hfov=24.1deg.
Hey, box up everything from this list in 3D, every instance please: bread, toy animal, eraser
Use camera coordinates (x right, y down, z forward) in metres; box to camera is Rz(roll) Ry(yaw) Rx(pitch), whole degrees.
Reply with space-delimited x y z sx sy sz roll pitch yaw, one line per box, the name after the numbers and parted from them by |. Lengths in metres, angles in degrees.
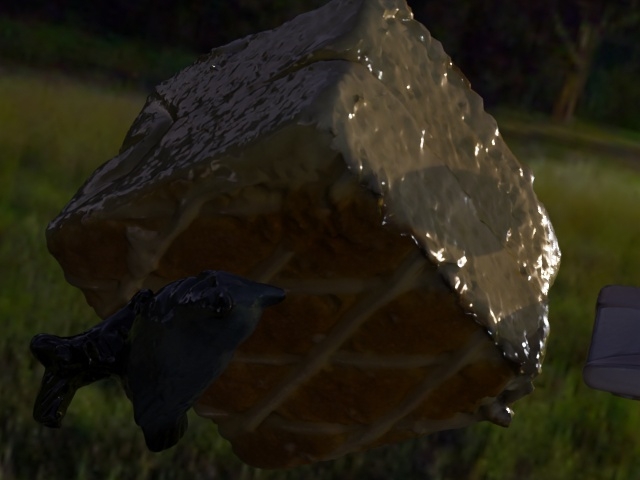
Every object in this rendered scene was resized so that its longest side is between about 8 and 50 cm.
0.000 0.000 1.440 0.390 0.279 0.371 -19 -56 40 | bread
-0.105 0.089 1.039 0.121 0.117 0.210 -16 0 -39 | toy animal
0.359 0.113 1.341 0.243 0.059 0.204 12 21 12 | eraser
